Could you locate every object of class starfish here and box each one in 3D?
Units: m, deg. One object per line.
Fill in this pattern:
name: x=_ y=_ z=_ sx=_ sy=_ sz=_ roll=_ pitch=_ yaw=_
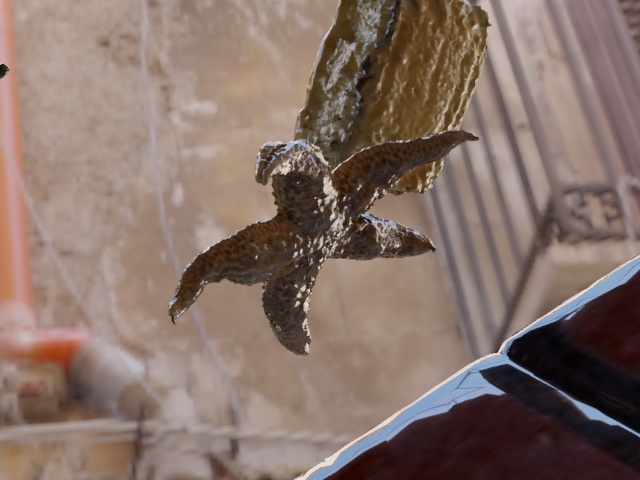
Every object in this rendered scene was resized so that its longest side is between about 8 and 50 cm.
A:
starfish: x=0.000 y=0.000 z=1.363 sx=0.277 sy=0.062 sz=0.236 roll=-35 pitch=-38 yaw=-18

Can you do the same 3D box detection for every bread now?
bread: x=0.080 y=-0.168 z=1.881 sx=0.174 sy=0.121 sz=0.245 roll=20 pitch=-93 yaw=-39

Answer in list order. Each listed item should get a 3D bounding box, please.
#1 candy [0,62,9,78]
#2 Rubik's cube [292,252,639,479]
candy: x=-0.337 y=-0.113 z=1.391 sx=0.093 sy=0.092 sz=0.335 roll=11 pitch=-10 yaw=-43
Rubik's cube: x=0.119 y=0.213 z=0.397 sx=0.305 sy=0.304 sz=0.301 roll=-29 pitch=-58 yaw=-21
